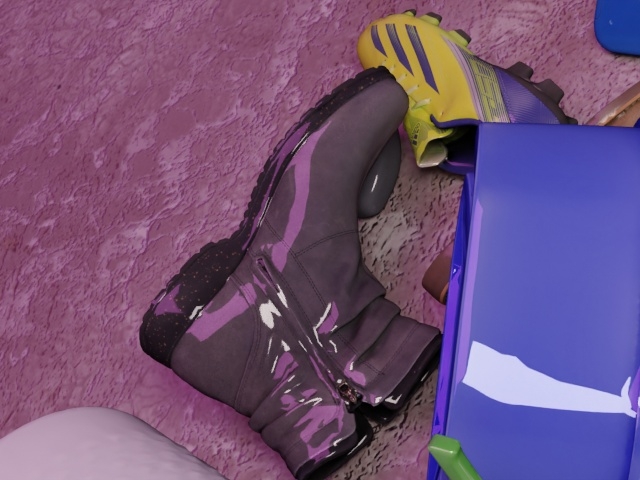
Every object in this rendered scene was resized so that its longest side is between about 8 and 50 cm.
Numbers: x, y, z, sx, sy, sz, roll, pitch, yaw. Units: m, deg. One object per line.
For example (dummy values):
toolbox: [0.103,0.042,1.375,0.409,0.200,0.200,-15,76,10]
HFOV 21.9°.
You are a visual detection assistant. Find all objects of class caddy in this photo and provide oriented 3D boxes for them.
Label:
caddy: [0.179,0.073,1.170,0.179,0.241,0.341,7,74,3]

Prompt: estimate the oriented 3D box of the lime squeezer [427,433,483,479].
lime squeezer: [0.131,0.253,1.087,0.110,0.310,0.059,2,43,10]

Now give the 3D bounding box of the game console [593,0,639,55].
game console: [0.411,-0.268,1.418,0.293,0.173,0.250,15,101,46]

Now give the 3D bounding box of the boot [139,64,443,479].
boot: [0.027,0.032,1.424,0.223,0.118,0.338,35,83,19]

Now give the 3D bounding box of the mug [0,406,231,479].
mug: [-0.147,0.345,1.209,0.328,0.276,0.374,28,61,40]

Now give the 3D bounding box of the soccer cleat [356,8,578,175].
soccer cleat: [0.107,-0.127,1.510,0.121,0.093,0.289,-45,42,-10]

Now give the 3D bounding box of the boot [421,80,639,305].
boot: [0.232,-0.029,1.356,0.305,0.112,0.115,-44,71,-3]

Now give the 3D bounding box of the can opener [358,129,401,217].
can opener: [0.000,0.000,1.521,0.095,0.076,0.283,-5,57,39]
